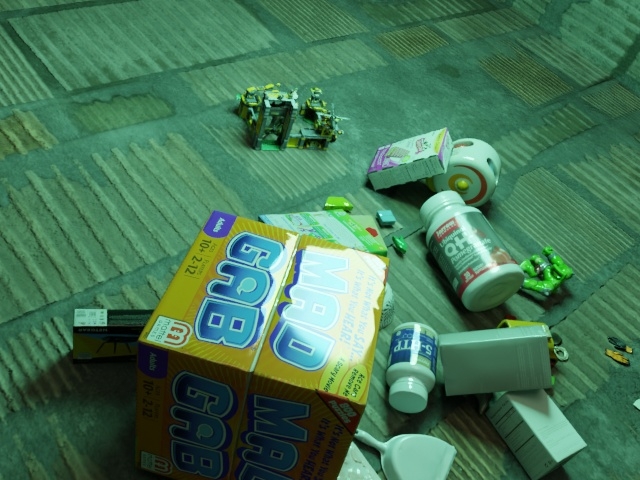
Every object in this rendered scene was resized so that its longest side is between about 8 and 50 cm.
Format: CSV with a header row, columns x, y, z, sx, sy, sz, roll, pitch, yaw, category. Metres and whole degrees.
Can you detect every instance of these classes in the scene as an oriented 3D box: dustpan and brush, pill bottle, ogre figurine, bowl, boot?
x,y,z,sx,sy,sz,roll,pitch,yaw,category
0.160,0.446,1.351,0.211,0.060,0.147,32,57,2,dustpan and brush
0.397,0.020,1.758,0.176,0.176,0.318,-7,51,-26,pill bottle
0.635,0.095,1.837,0.197,0.097,0.118,-12,41,-44,ogre figurine
0.208,0.290,1.471,0.112,0.112,0.187,19,44,-3,pill bottle
0.119,0.132,1.613,0.170,0.080,0.170,11,44,-11,bowl
0.366,0.348,1.532,0.087,0.042,0.118,26,45,16,boot

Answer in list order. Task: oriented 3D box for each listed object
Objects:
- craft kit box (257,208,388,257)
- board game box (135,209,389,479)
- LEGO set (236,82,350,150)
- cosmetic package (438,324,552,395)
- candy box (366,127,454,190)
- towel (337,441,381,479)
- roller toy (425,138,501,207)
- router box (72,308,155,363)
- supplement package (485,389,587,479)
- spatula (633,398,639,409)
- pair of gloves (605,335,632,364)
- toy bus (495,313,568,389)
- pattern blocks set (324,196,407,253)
x,y,z,sx,sy,sz,roll,pitch,yaw,category
0.000,0.000,1.612,0.246,0.061,0.250,-8,30,-24,craft kit box
-0.103,0.223,1.197,0.356,0.356,0.356,15,39,2,board game box
-0.086,-0.410,1.976,0.331,0.192,0.255,5,46,-16,LEGO set
0.392,0.271,1.464,0.238,0.127,0.107,-5,6,13,cosmetic package
0.270,-0.243,1.940,0.233,0.071,0.159,-12,33,30,candy box
0.014,0.552,1.188,0.332,0.053,0.317,-24,60,-38,towel
0.445,-0.203,1.980,0.209,0.191,0.146,26,45,4,roller toy
-0.406,0.195,1.311,0.179,0.133,0.046,2,47,-19,router box
0.479,0.423,1.450,0.105,0.105,0.179,-13,54,-30,supplement package
0.938,0.456,1.658,0.242,0.019,0.168,41,46,19,spatula
0.816,0.300,1.767,0.074,0.010,0.083,29,44,8,pair of gloves
0.542,0.258,1.635,0.191,0.104,0.202,38,47,16,toy bus
0.076,-0.016,1.773,0.325,0.026,0.285,5,44,-16,pattern blocks set
